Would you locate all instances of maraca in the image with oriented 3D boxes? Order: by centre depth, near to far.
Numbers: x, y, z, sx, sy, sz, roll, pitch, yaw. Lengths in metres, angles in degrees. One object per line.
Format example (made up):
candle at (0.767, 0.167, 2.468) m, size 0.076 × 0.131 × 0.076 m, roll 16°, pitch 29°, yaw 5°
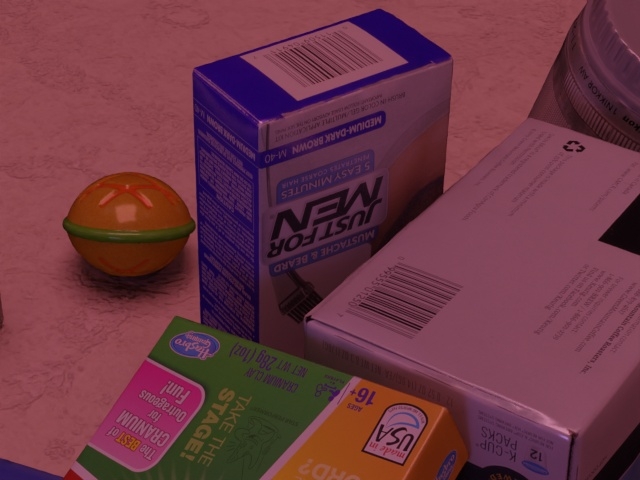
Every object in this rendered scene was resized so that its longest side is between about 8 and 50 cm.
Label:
maraca at (-0.184, -0.019, 1.547) m, size 0.127 × 0.099 × 0.186 m, roll 5°, pitch 10°, yaw -3°

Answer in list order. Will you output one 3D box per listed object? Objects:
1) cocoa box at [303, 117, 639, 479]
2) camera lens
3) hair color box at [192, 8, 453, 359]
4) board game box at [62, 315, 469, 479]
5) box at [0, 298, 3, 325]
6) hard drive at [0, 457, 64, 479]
cocoa box at (0.175, 0.100, 1.266) m, size 0.231 × 0.228 × 0.347 m, roll 22°, pitch 42°, yaw 27°
camera lens at (0.310, -0.104, 1.487) m, size 0.219 × 0.274 × 0.219 m, roll 8°, pitch 50°, yaw -10°
hair color box at (0.000, 0.000, 1.309) m, size 0.185 × 0.339 × 0.110 m, roll -22°, pitch 43°, yaw -28°
board game box at (-0.080, 0.220, 1.071) m, size 0.242 × 0.064 × 0.316 m, roll 15°, pitch 59°, yaw 31°
box at (-0.419, 0.037, 1.415) m, size 0.232 × 0.149 × 0.127 m, roll 7°, pitch 37°, yaw 11°
hard drive at (-0.321, 0.239, 1.228) m, size 0.318 × 0.040 × 0.210 m, roll 14°, pitch 38°, yaw 18°
